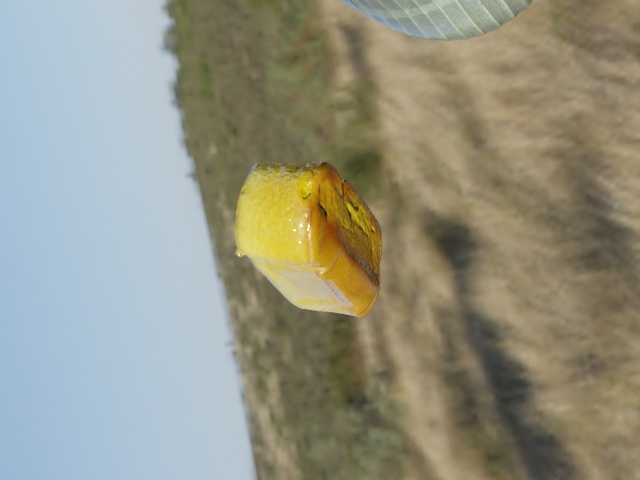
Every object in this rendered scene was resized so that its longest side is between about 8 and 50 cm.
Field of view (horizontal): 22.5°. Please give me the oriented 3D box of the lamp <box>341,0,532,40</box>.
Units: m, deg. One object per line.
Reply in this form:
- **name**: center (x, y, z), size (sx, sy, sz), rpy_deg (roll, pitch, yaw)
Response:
- **lamp**: center (0.101, -0.307, 1.528), size (0.265, 0.233, 0.233), rpy_deg (53, 173, 13)

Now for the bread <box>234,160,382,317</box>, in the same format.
- **bread**: center (0.000, 0.000, 1.468), size (0.245, 0.094, 0.102), rpy_deg (51, -132, -65)
